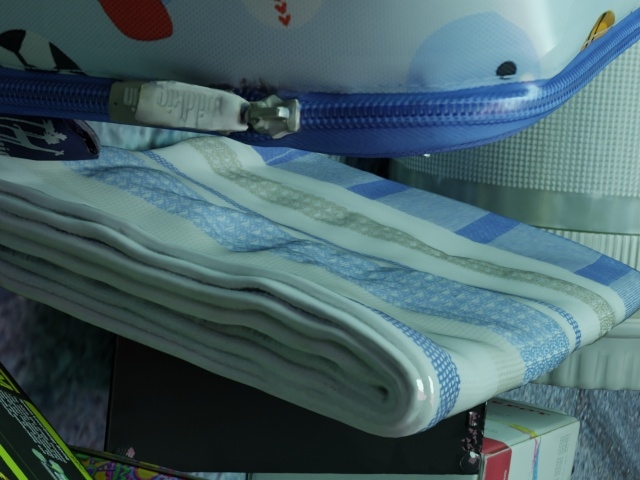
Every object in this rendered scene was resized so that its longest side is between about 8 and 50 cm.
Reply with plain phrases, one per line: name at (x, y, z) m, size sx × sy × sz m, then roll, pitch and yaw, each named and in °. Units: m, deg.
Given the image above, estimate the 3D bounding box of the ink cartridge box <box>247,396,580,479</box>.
ink cartridge box at (0.057, 0.127, 0.740) m, size 0.175 × 0.127 × 0.072 m, roll 3°, pitch 96°, yaw -63°

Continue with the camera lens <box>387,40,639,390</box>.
camera lens at (0.150, -0.074, 0.759) m, size 0.219 × 0.219 × 0.274 m, roll -16°, pitch 112°, yaw -61°

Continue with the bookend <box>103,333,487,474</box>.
bookend at (-0.027, 0.047, 0.588) m, size 0.157 × 0.156 × 0.072 m, roll 4°, pitch 96°, yaw -19°

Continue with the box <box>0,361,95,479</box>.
box at (-0.118, 0.045, 0.306) m, size 0.045 × 0.191 × 0.184 m, roll -47°, pitch 151°, yaw -1°

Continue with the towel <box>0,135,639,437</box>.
towel at (0.000, 0.000, 0.498) m, size 0.285 × 0.209 × 0.034 m, roll -10°, pitch 117°, yaw -63°

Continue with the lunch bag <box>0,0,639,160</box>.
lunch bag at (0.011, -0.109, 0.445) m, size 0.303 × 0.243 × 0.115 m, roll -38°, pitch 131°, yaw -55°

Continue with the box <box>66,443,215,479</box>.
box at (-0.079, 0.255, 0.458) m, size 0.279 × 0.177 × 0.290 m, roll -68°, pitch 151°, yaw -27°
